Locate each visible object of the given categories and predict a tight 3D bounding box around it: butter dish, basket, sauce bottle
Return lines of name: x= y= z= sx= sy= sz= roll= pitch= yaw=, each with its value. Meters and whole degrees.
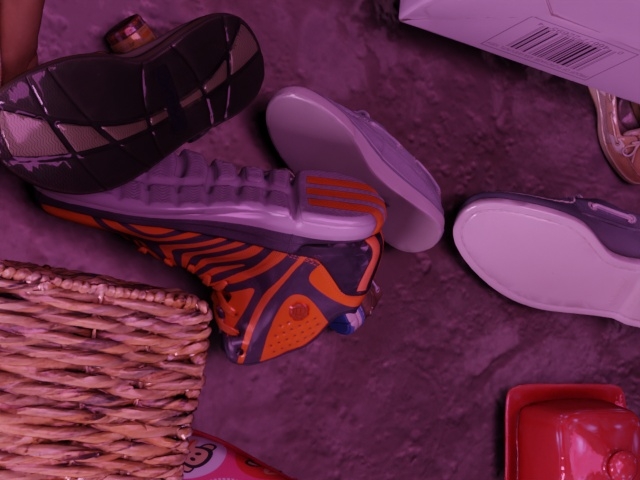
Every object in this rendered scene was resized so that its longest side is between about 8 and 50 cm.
butter dish: x=0.278 y=0.228 z=1.913 sx=0.160 sy=0.118 sz=0.160 roll=2 pitch=87 yaw=-29
basket: x=-0.271 y=0.120 z=1.550 sx=0.299 sy=0.223 sz=0.213 roll=11 pitch=88 yaw=-26
sauce bottle: x=-0.148 y=-0.149 z=1.731 sx=0.042 sy=0.042 sz=0.128 roll=-44 pitch=110 yaw=-24

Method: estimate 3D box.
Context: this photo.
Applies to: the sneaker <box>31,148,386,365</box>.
sneaker: x=-0.108 y=0.021 z=1.697 sx=0.321 sy=0.124 sz=0.180 roll=10 pitch=120 yaw=-2

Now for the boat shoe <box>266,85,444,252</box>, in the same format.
boat shoe: x=0.035 y=-0.081 z=1.820 sx=0.227 sy=0.079 sz=0.081 roll=41 pitch=34 yaw=-25

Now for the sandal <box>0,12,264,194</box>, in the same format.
sandal: x=-0.174 y=-0.120 z=1.651 sx=0.303 sy=0.086 sz=0.120 roll=-24 pitch=109 yaw=-44

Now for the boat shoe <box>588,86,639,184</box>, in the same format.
boat shoe: x=0.328 y=-0.133 z=1.996 sx=0.056 sy=0.048 sz=0.153 roll=-19 pitch=97 yaw=-29

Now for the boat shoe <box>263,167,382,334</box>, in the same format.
boat shoe: x=0.000 y=0.000 z=1.801 sx=0.066 sy=0.066 sz=0.183 roll=-41 pitch=117 yaw=-30

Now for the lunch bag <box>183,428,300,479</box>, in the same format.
lunch bag: x=-0.162 y=0.282 z=1.592 sx=0.293 sy=0.258 sz=0.120 roll=-37 pitch=134 yaw=-38

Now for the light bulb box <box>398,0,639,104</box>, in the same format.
light bulb box: x=0.290 y=-0.365 z=1.854 sx=0.358 sy=0.225 sz=0.361 roll=16 pitch=69 yaw=-28

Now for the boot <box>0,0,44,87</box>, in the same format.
boot: x=-0.323 y=-0.208 z=1.567 sx=0.236 sy=0.089 sz=0.269 roll=-10 pitch=109 yaw=-50

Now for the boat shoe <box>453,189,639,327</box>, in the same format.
boat shoe: x=0.273 y=0.009 z=1.952 sx=0.320 sy=0.116 sz=0.099 roll=18 pitch=36 yaw=-21
